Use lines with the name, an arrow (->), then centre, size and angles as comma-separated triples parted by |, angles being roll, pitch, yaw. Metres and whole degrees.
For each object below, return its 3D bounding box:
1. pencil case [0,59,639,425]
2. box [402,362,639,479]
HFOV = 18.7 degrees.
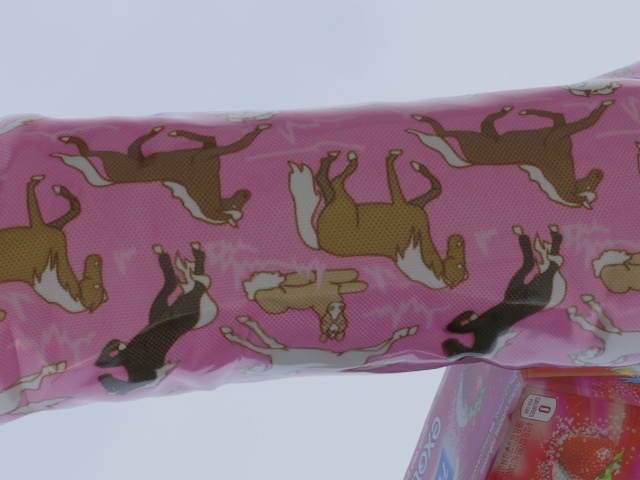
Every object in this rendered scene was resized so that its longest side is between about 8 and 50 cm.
pencil case -> 0.000, 0.000, 0.940 | 0.386, 0.167, 0.160 | -5, -128, -10
box -> 0.128, 0.175, 1.230 | 0.128, 0.123, 0.257 | 12, -65, -17
